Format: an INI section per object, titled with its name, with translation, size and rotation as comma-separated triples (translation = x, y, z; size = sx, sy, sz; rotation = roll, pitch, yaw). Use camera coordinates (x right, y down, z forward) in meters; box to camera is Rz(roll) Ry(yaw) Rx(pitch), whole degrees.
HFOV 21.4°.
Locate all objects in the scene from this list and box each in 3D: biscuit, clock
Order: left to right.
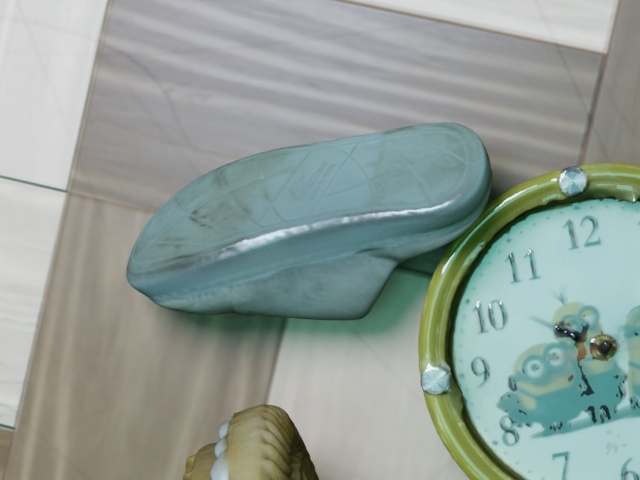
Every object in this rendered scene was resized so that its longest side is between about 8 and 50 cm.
[biscuit]
translation = -0.025, 0.227, 1.006
size = 0.079, 0.259, 0.259
rotation = -14, 88, 3
[clock]
translation = 0.179, 0.068, 1.068
size = 0.237, 0.057, 0.237
rotation = 0, 89, 7

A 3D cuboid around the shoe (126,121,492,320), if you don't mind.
[shoe]
translation = 0.000, 0.000, 1.086
size = 0.251, 0.103, 0.100
rotation = -15, 131, 22
